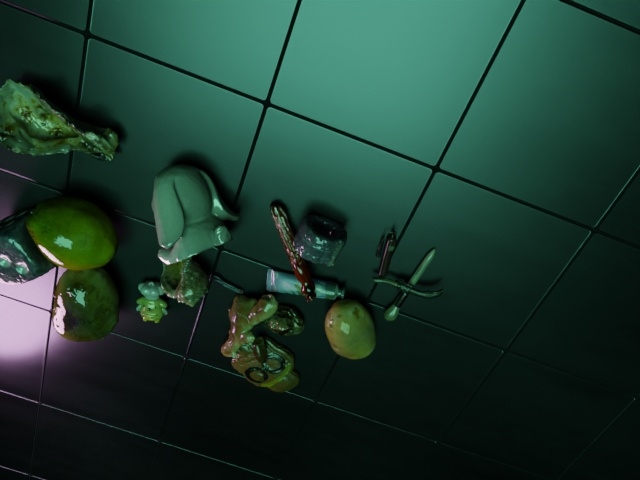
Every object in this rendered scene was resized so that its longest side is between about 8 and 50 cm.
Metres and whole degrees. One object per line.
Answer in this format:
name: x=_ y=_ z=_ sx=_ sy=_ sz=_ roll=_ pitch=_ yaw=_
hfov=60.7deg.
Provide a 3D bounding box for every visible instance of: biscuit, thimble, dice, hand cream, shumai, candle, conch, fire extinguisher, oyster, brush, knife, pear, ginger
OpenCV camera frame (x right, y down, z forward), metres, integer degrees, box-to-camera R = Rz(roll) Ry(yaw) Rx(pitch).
biscuit: x=-0.196 y=0.438 z=1.937 sx=0.208 sy=0.041 sz=0.290 roll=-38 pitch=110 yaw=23
thimble: x=0.000 y=-0.001 z=1.598 sx=0.150 sy=0.150 sz=0.097 roll=24 pitch=117 yaw=-8
dice: x=-0.927 y=0.019 z=1.694 sx=0.182 sy=0.181 sz=0.183 roll=-17 pitch=119 yaw=15
hand cream: x=-0.048 y=0.147 z=1.752 sx=0.256 sy=0.055 sz=0.088 roll=10 pitch=121 yaw=8
shumai: x=-0.137 y=0.278 z=1.814 sx=0.139 sy=0.105 sz=0.123 roll=30 pitch=126 yaw=18
candle: x=-0.079 y=0.037 z=1.656 sx=0.051 sy=0.048 sz=0.329 roll=-5 pitch=112 yaw=45
conch: x=-0.436 y=0.113 z=1.725 sx=0.156 sy=0.130 sz=0.207 roll=-11 pitch=104 yaw=-2
fire extinguisher: x=0.199 y=0.033 z=1.666 sx=0.049 sy=0.035 sz=0.173 roll=33 pitch=127 yaw=32
oyster: x=-0.728 y=-0.319 z=1.506 sx=0.337 sy=0.133 sz=0.197 roll=16 pitch=118 yaw=-6
brush: x=0.284 y=0.144 z=1.718 sx=0.042 sy=0.039 sz=0.299 roll=31 pitch=116 yaw=1
knife: x=0.267 y=0.147 z=1.691 sx=0.222 sy=0.021 sz=0.045 roll=11 pitch=114 yaw=5
pear: x=-0.736 y=-0.021 z=1.636 sx=0.269 sy=0.212 sz=0.212 roll=34 pitch=119 yaw=-28
knife: x=-0.306 y=0.142 z=1.791 sx=0.121 sy=0.018 sz=0.031 roll=27 pitch=121 yaw=-11
ginger: x=-0.256 y=0.280 z=1.812 sx=0.148 sy=0.081 sz=0.333 roll=37 pitch=117 yaw=12

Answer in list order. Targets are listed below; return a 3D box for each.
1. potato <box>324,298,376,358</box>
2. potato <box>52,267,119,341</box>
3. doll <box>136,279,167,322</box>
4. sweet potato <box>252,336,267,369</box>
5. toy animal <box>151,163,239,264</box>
potato: x=0.094 y=0.296 z=1.774 sx=0.150 sy=0.146 sz=0.233 roll=6 pitch=127 yaw=39
potato: x=-0.770 y=0.207 z=1.793 sx=0.210 sy=0.173 sz=0.307 roll=16 pitch=123 yaw=-1
doll: x=-0.566 y=0.203 z=1.830 sx=0.106 sy=0.062 sz=0.162 roll=8 pitch=119 yaw=-3
sweet potato: x=-0.204 y=0.391 z=1.866 sx=0.049 sy=0.049 sz=0.117 roll=-4 pitch=107 yaw=9
toy animal: x=-0.372 y=-0.092 z=1.564 sx=0.206 sy=0.272 sz=0.264 roll=-15 pitch=96 yaw=45
